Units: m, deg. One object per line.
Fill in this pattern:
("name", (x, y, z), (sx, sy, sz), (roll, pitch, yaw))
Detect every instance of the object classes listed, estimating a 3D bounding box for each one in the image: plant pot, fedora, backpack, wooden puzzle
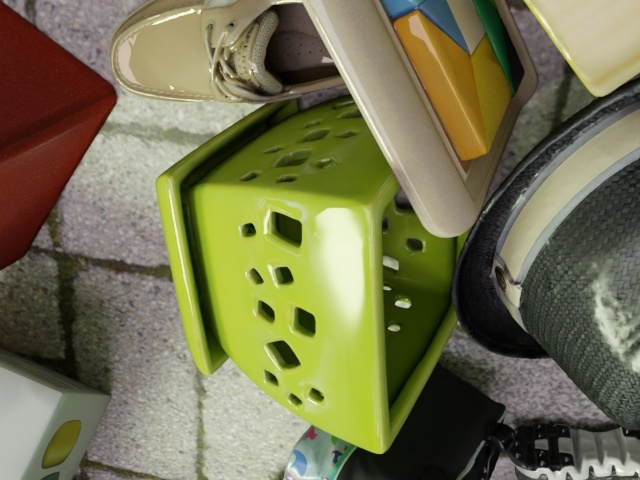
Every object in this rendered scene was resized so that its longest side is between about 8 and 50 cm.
("plant pot", (0.000, 0.000, 0.617), (0.207, 0.228, 0.227), (11, 124, 26))
("fedora", (0.263, 0.033, 0.543), (0.334, 0.152, 0.334), (-13, 142, -11))
("backpack", (0.065, 0.270, 0.760), (0.191, 0.225, 0.253), (25, 129, 25))
("plant pot", (-0.401, -0.085, 0.666), (0.267, 0.236, 0.267), (38, 120, -8))
("wooden puzzle", (0.087, -0.152, 0.511), (0.044, 0.239, 0.221), (-15, 115, 38))

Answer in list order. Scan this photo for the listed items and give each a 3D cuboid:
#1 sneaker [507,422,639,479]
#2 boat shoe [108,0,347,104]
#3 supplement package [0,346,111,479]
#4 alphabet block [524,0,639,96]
("sneaker", (0.318, 0.250, 0.773), (0.234, 0.078, 0.106), (-1, 124, 15))
("boat shoe", (-0.053, -0.166, 0.615), (0.302, 0.098, 0.109), (-3, 118, 15))
("supplement package", (-0.375, 0.216, 0.775), (0.198, 0.199, 0.263), (24, 166, 0))
("alphabet block", (0.199, -0.243, 0.460), (0.197, 0.192, 0.193), (-35, 104, 28))
